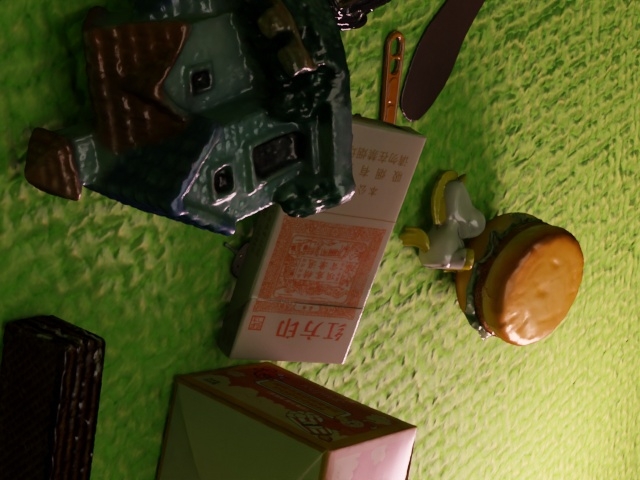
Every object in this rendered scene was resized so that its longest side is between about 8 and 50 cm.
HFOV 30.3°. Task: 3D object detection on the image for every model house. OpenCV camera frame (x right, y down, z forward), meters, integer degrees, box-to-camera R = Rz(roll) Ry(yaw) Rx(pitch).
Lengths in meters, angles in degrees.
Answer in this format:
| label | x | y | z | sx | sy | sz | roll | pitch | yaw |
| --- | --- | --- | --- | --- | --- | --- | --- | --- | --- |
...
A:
| label | x | y | z | sx | sy | sz | roll | pitch | yaw |
| --- | --- | --- | --- | --- | --- | --- | --- | --- | --- |
| model house | -0.164 | -0.151 | 1.317 | 0.329 | 0.252 | 0.295 | -23 | 123 | -37 |

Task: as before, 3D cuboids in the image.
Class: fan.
| label | x | y | z | sx | sy | sz | roll | pitch | yaw |
| --- | --- | --- | --- | --- | --- | --- | --- | --- | --- |
| fan | -0.111 | 0.022 | 1.639 | 0.083 | 0.004 | 0.056 | 41 | 74 | -51 |

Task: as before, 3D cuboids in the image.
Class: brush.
| label | x | y | z | sx | sy | sz | roll | pitch | yaw |
| --- | --- | --- | --- | --- | --- | --- | --- | --- | --- |
| brush | 0.103 | -0.168 | 1.816 | 0.090 | 0.017 | 0.314 | -16 | 117 | -47 |

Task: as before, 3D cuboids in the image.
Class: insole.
| label | x | y | z | sx | sy | sz | roll | pitch | yaw |
| --- | --- | --- | --- | --- | --- | --- | --- | --- | --- |
| insole | 0.208 | -0.335 | 1.879 | 0.328 | 0.007 | 0.111 | -61 | 143 | -13 |

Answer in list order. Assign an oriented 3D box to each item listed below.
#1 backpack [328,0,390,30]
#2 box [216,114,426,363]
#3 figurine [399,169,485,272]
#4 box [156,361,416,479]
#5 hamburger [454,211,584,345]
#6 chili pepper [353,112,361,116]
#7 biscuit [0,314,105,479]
| label | x | y | z | sx | sy | sz | roll | pitch | yaw |
| --- | --- | --- | --- | --- | --- | --- | --- | --- | --- |
| backpack | 0.034 | -0.383 | 1.550 | 0.258 | 0.133 | 0.206 | -28 | 118 | -50 |
| box | 0.000 | 0.001 | 1.648 | 0.205 | 0.051 | 0.365 | 7 | 110 | -37 |
| figurine | 0.217 | -0.031 | 1.965 | 0.129 | 0.109 | 0.178 | 39 | 70 | -29 |
| box | -0.054 | 0.337 | 1.620 | 0.214 | 0.283 | 0.259 | -1 | 106 | -53 |
| hamburger | 0.334 | 0.059 | 2.079 | 0.246 | 0.170 | 0.246 | -18 | 121 | -32 |
| chili pepper | 0.015 | -0.059 | 1.712 | 0.100 | 0.074 | 0.257 | 1 | 110 | -49 |
| biscuit | -0.332 | 0.282 | 1.394 | 0.073 | 0.107 | 0.388 | -7 | 111 | -53 |
